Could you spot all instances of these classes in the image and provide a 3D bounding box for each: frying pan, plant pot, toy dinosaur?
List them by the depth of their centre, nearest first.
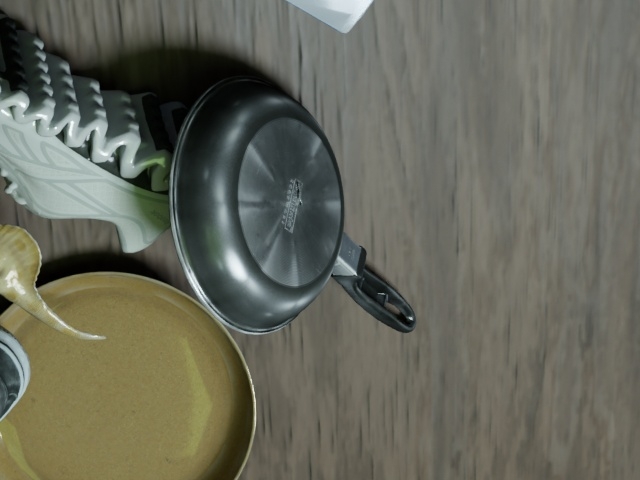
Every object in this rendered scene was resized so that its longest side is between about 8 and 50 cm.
[{"bbox_3d":[-0.250,0.027,1.497,0.093,0.053,0.183,-23,110,21],"label":"toy dinosaur"},{"bbox_3d":[-0.013,0.019,1.501,0.053,0.197,0.326,-5,131,37],"label":"frying pan"},{"bbox_3d":[-0.170,0.134,1.578,0.236,0.032,0.236,0,106,0],"label":"plant pot"}]

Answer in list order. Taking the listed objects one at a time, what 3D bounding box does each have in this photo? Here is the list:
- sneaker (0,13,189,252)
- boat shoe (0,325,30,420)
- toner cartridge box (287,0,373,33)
[{"bbox_3d":[-0.212,-0.079,1.434,0.292,0.110,0.118,28,120,-27],"label":"sneaker"},{"bbox_3d":[-0.368,0.190,1.524,0.121,0.119,0.335,42,107,-9],"label":"boat shoe"},{"bbox_3d":[-0.115,-0.276,1.296,0.348,0.165,0.075,27,112,-27],"label":"toner cartridge box"}]
